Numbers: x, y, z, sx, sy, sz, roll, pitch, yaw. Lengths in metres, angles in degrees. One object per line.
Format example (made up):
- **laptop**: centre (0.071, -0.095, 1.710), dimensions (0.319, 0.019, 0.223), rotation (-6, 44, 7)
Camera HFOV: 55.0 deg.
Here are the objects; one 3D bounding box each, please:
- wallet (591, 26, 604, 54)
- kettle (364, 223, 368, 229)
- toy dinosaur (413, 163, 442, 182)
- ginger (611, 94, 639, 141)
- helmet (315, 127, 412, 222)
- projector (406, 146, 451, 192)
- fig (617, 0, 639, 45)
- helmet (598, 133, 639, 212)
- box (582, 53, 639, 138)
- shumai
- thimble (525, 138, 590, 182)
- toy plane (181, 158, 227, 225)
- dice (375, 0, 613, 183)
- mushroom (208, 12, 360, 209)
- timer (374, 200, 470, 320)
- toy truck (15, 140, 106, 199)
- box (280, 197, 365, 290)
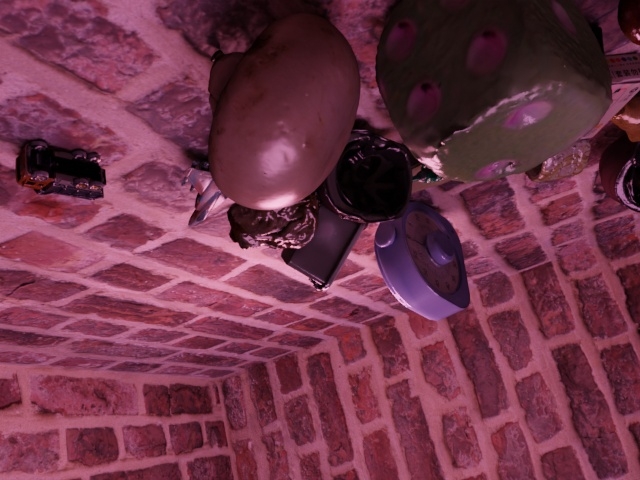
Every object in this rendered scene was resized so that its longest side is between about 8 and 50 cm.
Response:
- **wallet**: centre (0.533, -0.334, 1.313), dimensions (0.044, 0.321, 0.170), rotation (40, 132, -19)
- **kettle**: centre (0.024, -0.058, 1.865), dimensions (0.232, 0.144, 0.202), rotation (-10, 176, -19)
- **toy dinosaur**: centre (0.287, -0.173, 1.623), dimensions (0.132, 0.059, 0.096), rotation (-18, 163, -8)
- **ginger**: centre (0.972, -0.364, 1.723), dimensions (0.375, 0.166, 0.236), rotation (-8, 154, 13)
- **helmet**: centre (0.082, -0.161, 1.561), dimensions (0.305, 0.225, 0.177), rotation (13, 176, -32)
- **projector**: centre (0.332, -0.229, 1.693), dimensions (0.269, 0.088, 0.193), rotation (-25, 156, 26)
- **fig**: centre (0.754, -0.504, 1.200), dimensions (0.320, 0.217, 0.217), rotation (-36, 161, -10)
- **helmet**: centre (1.030, -0.244, 1.926), dimensions (0.338, 0.271, 0.197), rotation (-32, -157, -1)
- **box**: centre (0.676, -0.358, 1.592), dimensions (0.220, 0.091, 0.274), rotation (-9, 158, -16)
- **shumai**: centre (-0.127, -0.035, 1.560), dimensions (0.218, 0.184, 0.185), rotation (12, -137, 41)
- **thimble**: centre (0.690, -0.253, 1.797), dimensions (0.143, 0.138, 0.190), rotation (-10, 163, -4)
- **toy plane**: centre (-0.268, -0.128, 1.540), dimensions (0.222, 0.105, 0.326), rotation (3, 157, -36)
- **dice**: centre (0.315, -0.313, 1.153), dimensions (0.318, 0.323, 0.330), rotation (6, 150, -42)
- **mushroom**: centre (-0.092, -0.239, 1.122), dimensions (0.294, 0.362, 0.362), rotation (26, 157, 6)
- **timer**: centre (0.334, 0.046, 2.015), dimensions (0.173, 0.395, 0.394), rotation (-30, 154, 36)
- **toy truck**: centre (-0.556, -0.145, 1.329), dimensions (0.092, 0.083, 0.192), rotation (-24, 159, 36)
- **box**: centre (0.000, 0.000, 1.687), dimensions (0.135, 0.243, 0.163), rotation (28, -174, -18)
